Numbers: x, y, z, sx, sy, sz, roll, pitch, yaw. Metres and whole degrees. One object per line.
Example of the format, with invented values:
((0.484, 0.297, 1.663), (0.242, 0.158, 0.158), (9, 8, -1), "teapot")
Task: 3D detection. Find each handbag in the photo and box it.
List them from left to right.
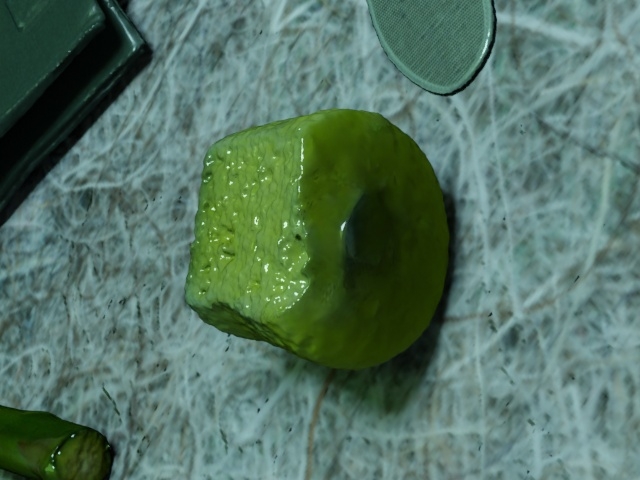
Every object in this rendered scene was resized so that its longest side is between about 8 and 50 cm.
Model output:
((-0.240, -0.141, 1.243), (0.260, 0.079, 0.247), (-44, 48, 23), "handbag")

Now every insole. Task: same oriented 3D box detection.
((0.041, -0.168, 1.018), (0.080, 0.003, 0.232), (-48, 47, 22), "insole")

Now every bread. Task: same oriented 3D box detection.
((0.000, 0.000, 0.917), (0.114, 0.111, 0.129), (3, 79, 51), "bread")

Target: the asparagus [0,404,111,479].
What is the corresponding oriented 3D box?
((-0.195, 0.122, 1.119), (0.178, 0.041, 0.045), (7, 72, 48), "asparagus")
